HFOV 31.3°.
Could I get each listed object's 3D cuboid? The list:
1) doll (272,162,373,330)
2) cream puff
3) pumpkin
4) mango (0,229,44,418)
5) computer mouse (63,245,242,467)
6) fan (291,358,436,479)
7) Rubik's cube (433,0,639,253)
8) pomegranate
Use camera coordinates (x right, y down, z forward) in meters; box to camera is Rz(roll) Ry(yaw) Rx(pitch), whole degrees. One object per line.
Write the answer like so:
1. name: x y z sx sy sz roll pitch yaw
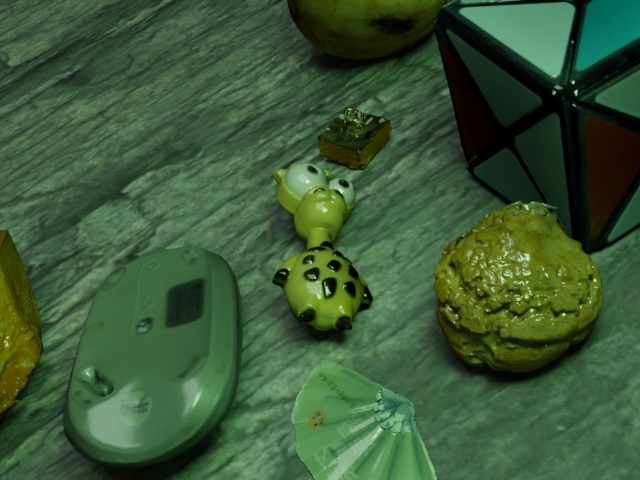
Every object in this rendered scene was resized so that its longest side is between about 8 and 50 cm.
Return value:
1. doll: 0.000 0.000 1.350 0.117 0.086 0.291 18 37 -18
2. cream puff: 0.203 0.041 1.191 0.189 0.129 0.189 -9 45 9
3. pumpkin: 0.046 -0.139 1.503 0.074 0.054 0.083 18 48 30
4. mango: -0.421 0.099 1.335 0.199 0.201 0.350 9 32 -11
5. computer mouse: -0.180 0.127 1.278 0.197 0.095 0.331 -11 33 8
6. fan: 0.042 0.202 1.173 0.131 0.009 0.240 -33 43 -11
7. Rubik's cube: 0.305 -0.176 1.295 0.246 0.250 0.248 -32 45 -13
8. pomegranate: 0.071 -0.383 1.603 0.260 0.260 0.260 -11 42 10
